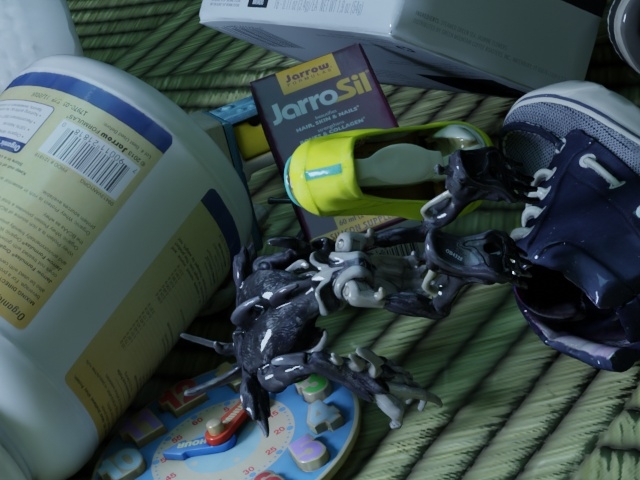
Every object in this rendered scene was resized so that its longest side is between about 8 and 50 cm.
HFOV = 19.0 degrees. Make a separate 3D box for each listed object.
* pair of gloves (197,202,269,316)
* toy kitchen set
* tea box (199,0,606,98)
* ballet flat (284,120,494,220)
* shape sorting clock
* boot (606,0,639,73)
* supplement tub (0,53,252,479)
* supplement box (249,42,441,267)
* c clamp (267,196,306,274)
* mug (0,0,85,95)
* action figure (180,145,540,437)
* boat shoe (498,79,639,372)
[{"bbox_3d":[-0.170,0.036,1.668,0.240,0.042,0.204,-9,23,15],"label":"pair of gloves"},{"bbox_3d":[-0.069,-0.086,1.678,0.166,0.122,0.207,-23,24,-19],"label":"toy kitchen set"},{"bbox_3d":[0.094,-0.311,1.711,0.329,0.220,0.323,12,86,56],"label":"tea box"},{"bbox_3d":[0.076,-0.054,1.423,0.231,0.077,0.077,-6,-7,-44],"label":"ballet flat"},{"bbox_3d":[-0.070,0.147,1.371,0.206,0.040,0.206,-19,25,9],"label":"shape sorting clock"},{"bbox_3d":[0.364,-0.276,1.744,0.377,0.138,0.284,-37,24,-14],"label":"boot"},{"bbox_3d":[-0.222,0.041,1.445,0.228,0.228,0.316,7,52,46],"label":"supplement tub"},{"bbox_3d":[0.021,-0.058,1.563,0.104,0.081,0.188,-21,54,-2],"label":"supplement box"},{"bbox_3d":[0.000,0.000,1.635,0.137,0.022,0.161,-7,27,19],"label":"c clamp"},{"bbox_3d":[-0.391,-0.117,1.946,0.328,0.276,0.374,-18,55,-8],"label":"mug"},{"bbox_3d":[0.032,0.049,1.331,0.275,0.141,0.164,-31,43,34],"label":"action figure"},{"bbox_3d":[0.182,-0.017,1.381,0.158,0.127,0.340,-22,24,-18],"label":"boat shoe"}]
